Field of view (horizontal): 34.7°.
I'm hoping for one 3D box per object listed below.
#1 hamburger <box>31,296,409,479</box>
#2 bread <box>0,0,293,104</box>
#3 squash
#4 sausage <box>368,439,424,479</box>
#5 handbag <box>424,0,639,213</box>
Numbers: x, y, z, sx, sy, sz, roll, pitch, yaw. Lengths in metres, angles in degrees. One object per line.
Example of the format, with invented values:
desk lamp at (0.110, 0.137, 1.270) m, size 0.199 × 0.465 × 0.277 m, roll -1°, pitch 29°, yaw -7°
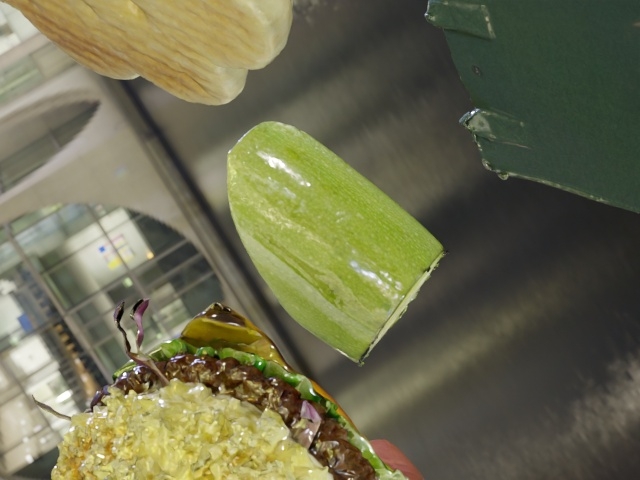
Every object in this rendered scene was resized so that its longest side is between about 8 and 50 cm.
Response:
hamburger at (-0.067, 0.170, 0.578) m, size 0.261 × 0.243 × 0.138 m, roll 43°, pitch -157°, yaw 13°
bread at (-0.148, -0.184, 0.543) m, size 0.316 × 0.054 × 0.316 m, roll 30°, pitch 162°, yaw 11°
squash at (0.000, 0.000, 1.201) m, size 0.260 × 0.189 × 0.189 m, roll 36°, pitch 170°, yaw 7°
sausage at (0.046, 0.194, 0.732) m, size 0.077 × 0.077 × 0.194 m, roll 58°, pitch 177°, yaw -6°
handbag at (0.205, -0.132, 0.794) m, size 0.260 × 0.079 × 0.247 m, roll 21°, pitch 151°, yaw 43°
